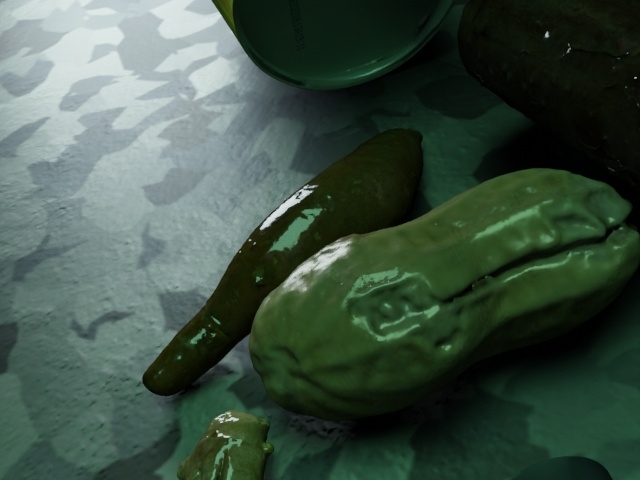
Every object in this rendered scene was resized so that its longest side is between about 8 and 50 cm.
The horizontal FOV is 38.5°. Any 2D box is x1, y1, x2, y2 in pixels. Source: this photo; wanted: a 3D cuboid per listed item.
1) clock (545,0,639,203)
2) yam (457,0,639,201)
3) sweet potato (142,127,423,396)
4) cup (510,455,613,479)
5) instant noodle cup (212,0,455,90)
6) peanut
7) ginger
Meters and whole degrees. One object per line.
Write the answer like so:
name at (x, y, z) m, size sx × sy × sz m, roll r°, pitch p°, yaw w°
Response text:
clock at (0.349, -0.144, 0.801) m, size 0.312 × 0.061 × 0.313 m, roll -9°, pitch 43°, yaw 8°
yam at (0.216, -0.118, 0.681) m, size 0.131 × 0.131 × 0.280 m, roll -28°, pitch 43°, yaw -13°
sweet potato at (0.000, -0.001, 0.731) m, size 0.079 × 0.108 × 0.346 m, roll 45°, pitch 63°, yaw 5°
cup at (0.155, 0.176, 0.522) m, size 0.100 × 0.078 × 0.077 m, roll 15°, pitch 35°, yaw -18°
instant noodle cup at (0.000, -0.313, 0.925) m, size 0.311 × 0.311 × 0.222 m, roll -19°, pitch 53°, yaw -5°
peanut at (0.089, 0.034, 0.641) m, size 0.290 × 0.130 × 0.130 m, roll -23°, pitch 43°, yaw -10°
ginger at (-0.027, 0.212, 0.537) m, size 0.089 × 0.075 × 0.288 m, roll -17°, pitch 39°, yaw -9°
